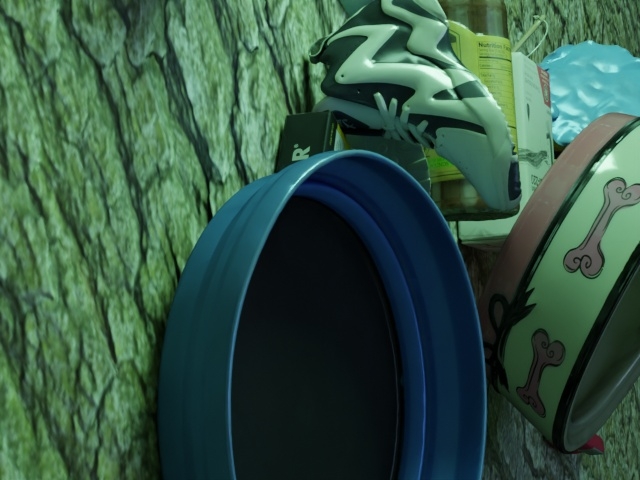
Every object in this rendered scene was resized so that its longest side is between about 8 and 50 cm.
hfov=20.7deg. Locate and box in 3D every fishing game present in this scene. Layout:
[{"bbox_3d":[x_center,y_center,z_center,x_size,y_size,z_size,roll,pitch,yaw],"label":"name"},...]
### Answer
[{"bbox_3d":[0.348,-0.173,2.215,0.189,0.264,0.041,-54,166,-32],"label":"fishing game"}]

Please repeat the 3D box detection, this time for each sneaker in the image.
[{"bbox_3d":[0.069,-0.105,1.532,0.094,0.153,0.235,77,-13,-73],"label":"sneaker"},{"bbox_3d":[0.063,-0.080,1.642,0.095,0.090,0.235,25,63,-79],"label":"sneaker"}]

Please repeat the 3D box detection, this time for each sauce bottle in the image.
[{"bbox_3d":[0.150,-0.194,1.872,0.111,0.111,0.345,15,69,-69],"label":"sauce bottle"}]

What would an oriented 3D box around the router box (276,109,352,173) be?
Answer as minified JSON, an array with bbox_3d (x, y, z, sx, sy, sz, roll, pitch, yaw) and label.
[{"bbox_3d":[0.000,0.000,1.490,0.133,0.046,0.179,58,33,-52],"label":"router box"}]

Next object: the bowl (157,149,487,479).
[{"bbox_3d":[0.009,0.128,1.339,0.391,0.077,0.391,9,80,-58],"label":"bowl"}]

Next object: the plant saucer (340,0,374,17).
[{"bbox_3d":[0.045,-0.310,1.712,0.195,0.037,0.195,-4,90,-70],"label":"plant saucer"}]

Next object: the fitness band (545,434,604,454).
[{"bbox_3d":[0.345,0.186,2.420,0.291,0.054,0.209,39,46,-65],"label":"fitness band"}]

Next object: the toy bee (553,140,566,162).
[{"bbox_3d":[0.306,-0.084,2.278,0.195,0.162,0.298,110,6,-53],"label":"toy bee"}]

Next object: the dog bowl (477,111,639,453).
[{"bbox_3d":[0.320,0.033,2.005,0.408,0.150,0.408,-49,157,-29],"label":"dog bowl"}]

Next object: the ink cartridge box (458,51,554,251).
[{"bbox_3d":[0.218,-0.100,2.067,0.158,0.092,0.218,12,76,-69],"label":"ink cartridge box"}]
